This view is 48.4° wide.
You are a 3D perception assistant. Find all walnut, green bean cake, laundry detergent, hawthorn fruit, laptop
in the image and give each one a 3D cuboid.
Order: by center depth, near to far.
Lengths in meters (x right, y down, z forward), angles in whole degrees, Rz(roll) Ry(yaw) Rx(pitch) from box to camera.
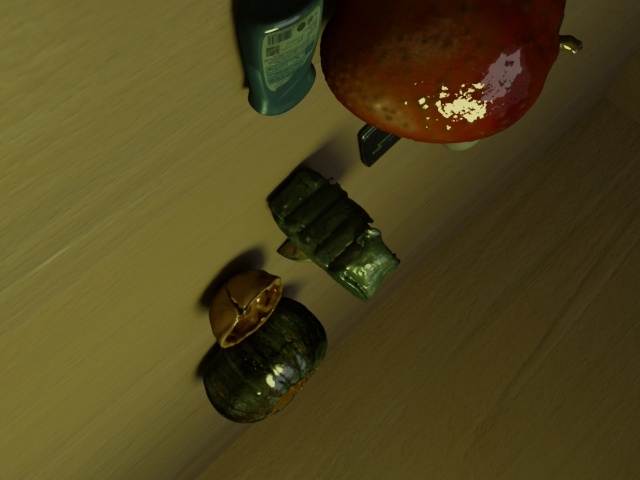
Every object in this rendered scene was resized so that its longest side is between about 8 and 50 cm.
[{"bbox_3d":[-0.046,-0.204,0.802,0.096,0.061,0.206,-44,166,-19],"label":"laundry detergent"},{"bbox_3d":[0.156,-0.247,0.831,0.275,0.299,0.276,11,90,-86],"label":"hawthorn fruit"},{"bbox_3d":[0.031,-0.004,1.232,0.125,0.227,0.222,-47,166,-3],"label":"green bean cake"},{"bbox_3d":[-0.151,0.116,1.333,0.167,0.087,0.211,-50,169,-8],"label":"walnut"},{"bbox_3d":[0.154,-0.235,1.349,0.207,0.026,0.154,-44,166,-6],"label":"laptop"}]

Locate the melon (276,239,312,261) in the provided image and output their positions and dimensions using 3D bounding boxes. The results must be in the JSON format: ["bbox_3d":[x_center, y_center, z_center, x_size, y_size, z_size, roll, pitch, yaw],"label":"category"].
[{"bbox_3d":[0.000,0.000,1.457,0.160,0.079,0.128,-45,164,-3],"label":"melon"}]

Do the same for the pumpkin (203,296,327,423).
[{"bbox_3d":[-0.126,0.286,1.660,0.320,0.192,0.320,-40,164,-14],"label":"pumpkin"}]

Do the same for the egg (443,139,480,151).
[{"bbox_3d":[0.322,-0.262,1.593,0.135,0.103,0.103,-54,163,29],"label":"egg"}]
